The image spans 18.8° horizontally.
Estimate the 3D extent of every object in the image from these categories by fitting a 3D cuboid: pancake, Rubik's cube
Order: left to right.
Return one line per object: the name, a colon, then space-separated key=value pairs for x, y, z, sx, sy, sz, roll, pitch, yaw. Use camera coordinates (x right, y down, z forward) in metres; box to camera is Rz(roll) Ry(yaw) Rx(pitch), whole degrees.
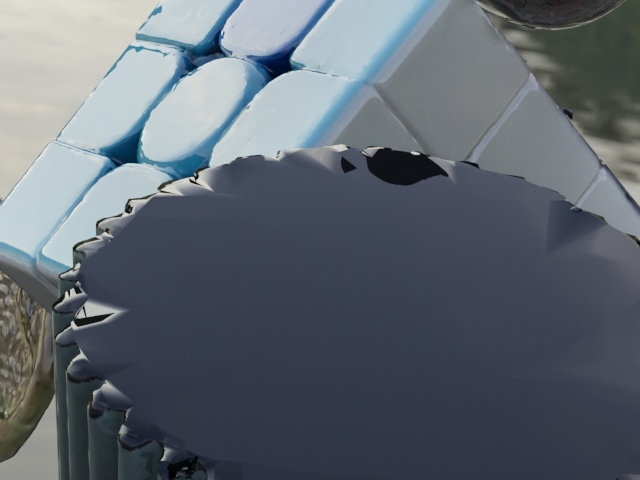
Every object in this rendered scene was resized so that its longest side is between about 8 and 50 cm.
pancake: x=-0.260 y=0.072 z=1.514 sx=0.029 sy=0.212 sz=0.235 roll=17 pitch=-2 yaw=-39
Rubik's cube: x=0.000 y=0.000 z=1.338 sx=0.291 sy=0.291 sz=0.290 roll=46 pitch=-16 yaw=-34

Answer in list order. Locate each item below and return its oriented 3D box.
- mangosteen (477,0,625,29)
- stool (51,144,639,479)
mangosteen: x=0.212 y=-0.294 z=1.541 sx=0.289 sy=0.231 sz=0.231 roll=-20 pitch=14 yaw=10
stool: x=0.016 y=0.167 z=0.931 sx=0.297 sy=0.330 sz=0.297 roll=5 pitch=33 yaw=-3
